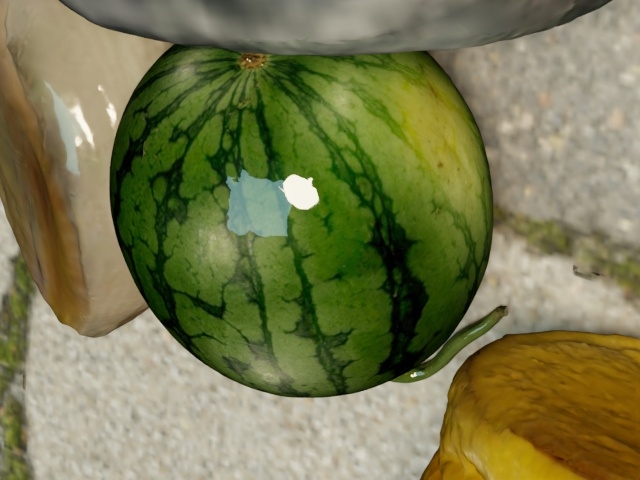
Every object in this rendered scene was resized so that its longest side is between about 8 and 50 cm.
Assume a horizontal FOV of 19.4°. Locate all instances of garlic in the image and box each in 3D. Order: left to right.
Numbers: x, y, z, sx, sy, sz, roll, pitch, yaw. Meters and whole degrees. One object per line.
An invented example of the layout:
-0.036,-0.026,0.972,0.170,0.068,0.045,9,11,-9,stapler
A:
-0.095,-0.054,0.767,0.101,0.087,0.195,-8,105,47,garlic

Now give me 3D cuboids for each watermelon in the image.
0.000,0.000,0.696,0.140,0.141,0.187,8,139,30,watermelon

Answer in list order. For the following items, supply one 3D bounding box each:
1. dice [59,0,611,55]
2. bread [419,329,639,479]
0.007,-0.162,0.600,0.183,0.182,0.181,11,113,31,dice
0.142,0.132,0.613,0.269,0.195,0.143,24,111,29,bread
